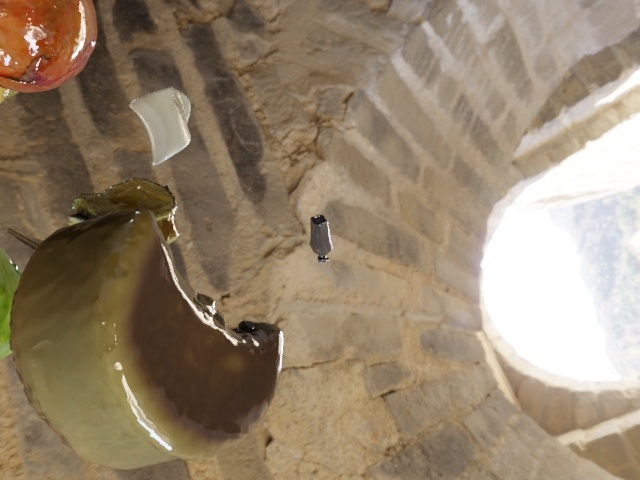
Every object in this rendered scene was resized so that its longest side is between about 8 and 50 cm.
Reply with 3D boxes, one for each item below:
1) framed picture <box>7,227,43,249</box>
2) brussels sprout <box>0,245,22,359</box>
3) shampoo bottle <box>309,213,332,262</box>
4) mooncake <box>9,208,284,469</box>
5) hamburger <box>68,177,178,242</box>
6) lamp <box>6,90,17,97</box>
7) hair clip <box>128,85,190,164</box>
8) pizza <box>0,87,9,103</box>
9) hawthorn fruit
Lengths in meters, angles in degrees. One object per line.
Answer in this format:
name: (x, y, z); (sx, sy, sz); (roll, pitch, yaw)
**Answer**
framed picture: (-0.464, 0.061, 1.126); (0.347, 0.265, 0.016); (31, -103, -39)
brussels sprout: (-0.727, 0.118, 1.096); (0.210, 0.220, 0.271); (9, -99, -64)
shampoo bottle: (0.000, 0.000, 1.057); (0.137, 0.048, 0.027); (86, -158, -54)
mooncake: (-0.257, 0.142, 0.827); (0.393, 0.246, 0.393); (71, -160, -1)
hamburger: (-0.489, -0.055, 1.405); (0.211, 0.132, 0.309); (34, -153, 11)
lamp: (-0.787, -0.459, 1.245); (0.250, 0.250, 0.284); (50, -143, -14)
hair clip: (-0.423, -0.337, 1.454); (0.282, 0.113, 0.172); (-109, 4, -63)
pizza: (-0.731, -0.269, 1.031); (0.058, 0.247, 0.127); (91, 170, -74)
hawthorn fruit: (-0.546, -0.414, 0.997); (0.276, 0.276, 0.307); (53, -174, -8)
